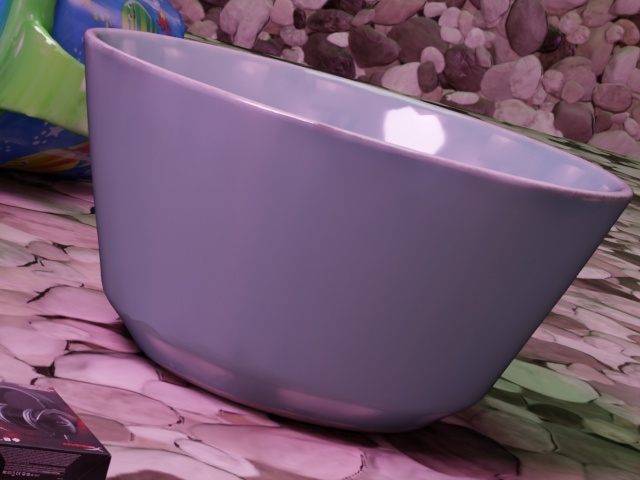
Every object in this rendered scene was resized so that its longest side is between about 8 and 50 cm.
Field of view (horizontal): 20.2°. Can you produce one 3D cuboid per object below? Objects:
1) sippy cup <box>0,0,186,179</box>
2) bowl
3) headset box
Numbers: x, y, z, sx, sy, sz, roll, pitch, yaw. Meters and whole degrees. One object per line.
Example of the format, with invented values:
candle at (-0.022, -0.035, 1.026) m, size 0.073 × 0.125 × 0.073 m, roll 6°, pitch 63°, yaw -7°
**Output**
sippy cup at (-0.227, -0.149, 1.356) m, size 0.224 × 0.240 × 0.305 m, roll 20°, pitch 46°, yaw -52°
bowl at (0.000, 0.000, 1.002) m, size 0.311 × 0.163 × 0.311 m, roll 16°, pitch 10°, yaw -3°
headset box at (-0.129, 0.081, 0.724) m, size 0.062 × 0.032 × 0.083 m, roll 11°, pitch 13°, yaw -29°
